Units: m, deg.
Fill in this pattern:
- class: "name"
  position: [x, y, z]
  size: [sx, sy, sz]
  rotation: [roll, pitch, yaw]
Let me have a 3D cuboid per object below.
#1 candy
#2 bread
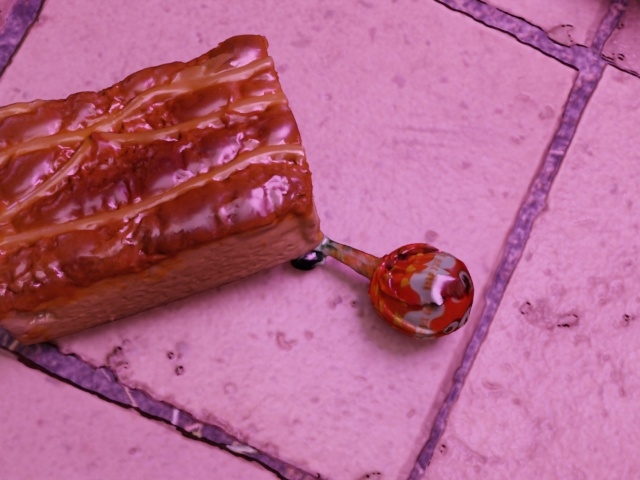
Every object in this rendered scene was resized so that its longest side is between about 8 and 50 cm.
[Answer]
- class: "candy"
  position: [0.000, 0.000, 1.064]
  size: [0.287, 0.084, 0.078]
  rotation: [27, 77, 9]
- class: "bread"
  position: [-0.148, -0.044, 1.011]
  size: [0.274, 0.114, 0.185]
  rotation: [-17, 69, -4]
